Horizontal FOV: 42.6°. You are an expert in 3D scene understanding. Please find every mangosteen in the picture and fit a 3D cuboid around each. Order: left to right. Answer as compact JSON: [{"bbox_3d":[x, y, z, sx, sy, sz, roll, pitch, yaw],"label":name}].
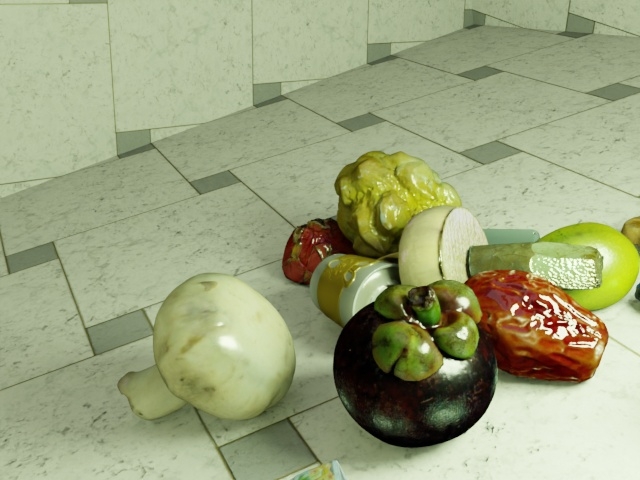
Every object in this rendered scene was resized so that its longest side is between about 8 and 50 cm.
[{"bbox_3d":[0.160,0.213,1.462,0.300,0.300,0.300,-9,26,4],"label":"mangosteen"}]

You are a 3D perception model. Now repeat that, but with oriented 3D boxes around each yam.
[{"bbox_3d":[0.433,0.053,1.665,0.259,0.106,0.106,-4,25,33],"label":"yam"}]

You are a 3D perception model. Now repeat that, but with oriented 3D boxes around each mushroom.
[{"bbox_3d":[-0.232,0.234,1.617,0.336,0.314,0.314,-29,19,21],"label":"mushroom"}]

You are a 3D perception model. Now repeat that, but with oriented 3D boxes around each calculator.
[{"bbox_3d":[0.435,0.014,2.040,0.246,0.045,0.141,0,28,22],"label":"calculator"}]

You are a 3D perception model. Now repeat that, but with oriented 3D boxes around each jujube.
[{"bbox_3d":[0.397,0.162,1.568,0.290,0.197,0.197,22,36,18],"label":"jujube"}]

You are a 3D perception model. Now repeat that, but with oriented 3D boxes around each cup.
[{"bbox_3d":[0.113,0.105,1.816,0.241,0.185,0.226,-40,29,-20],"label":"cup"}]

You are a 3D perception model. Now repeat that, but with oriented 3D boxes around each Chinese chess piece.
[{"bbox_3d":[0.274,0.059,1.751,0.112,0.270,0.270,-10,22,34],"label":"Chinese chess piece"}]

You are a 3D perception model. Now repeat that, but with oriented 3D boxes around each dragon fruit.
[{"bbox_3d":[-0.002,0.002,2.116,0.223,0.148,0.218,-17,25,-15],"label":"dragon fruit"}]

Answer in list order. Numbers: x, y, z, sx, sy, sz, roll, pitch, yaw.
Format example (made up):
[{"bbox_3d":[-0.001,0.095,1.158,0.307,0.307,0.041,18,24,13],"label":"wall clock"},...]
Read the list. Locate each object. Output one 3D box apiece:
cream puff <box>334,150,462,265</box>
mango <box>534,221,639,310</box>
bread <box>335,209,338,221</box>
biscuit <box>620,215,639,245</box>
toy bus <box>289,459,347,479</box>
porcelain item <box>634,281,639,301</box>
[{"bbox_3d":[0.169,-0.041,1.986,0.291,0.324,0.257,-34,22,45],"label":"cream puff"},{"bbox_3d":[0.540,0.059,1.751,0.272,0.186,0.149,-8,4,7],"label":"mango"},{"bbox_3d":[0.154,-0.074,2.301,0.239,0.074,0.093,-9,31,4],"label":"bread"},{"bbox_3d":[0.879,-0.003,1.868,0.287,0.057,0.343,-11,19,-22],"label":"biscuit"},{"bbox_3d":[0.005,0.475,1.196,0.135,0.109,0.330,-19,25,5],"label":"toy bus"},{"bbox_3d":[0.770,0.111,1.611,0.186,0.138,0.288,-21,25,-11],"label":"porcelain item"}]
